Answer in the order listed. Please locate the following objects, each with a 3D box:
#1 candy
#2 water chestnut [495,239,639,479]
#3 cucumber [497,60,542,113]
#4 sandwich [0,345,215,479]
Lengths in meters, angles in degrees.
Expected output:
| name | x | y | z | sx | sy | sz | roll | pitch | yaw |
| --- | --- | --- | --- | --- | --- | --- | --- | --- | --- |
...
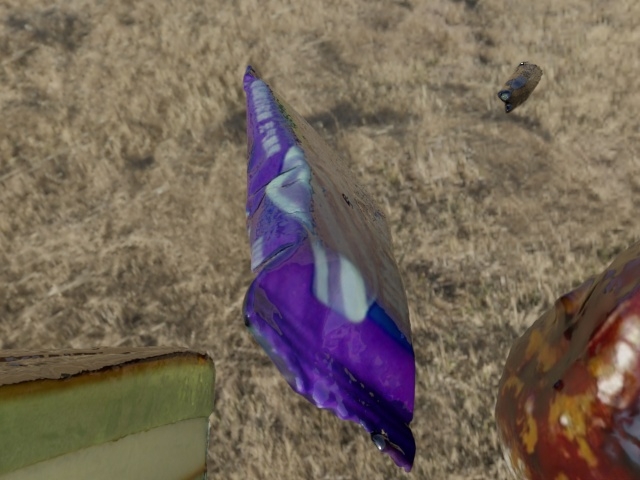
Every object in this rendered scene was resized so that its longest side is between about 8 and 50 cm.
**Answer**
| name | x | y | z | sx | sy | sz | roll | pitch | yaw |
| --- | --- | --- | --- | --- | --- | --- | --- | --- | --- |
| candy | 0.000 | 0.000 | 0.533 | 0.070 | 0.145 | 0.275 | -29 | 35 | 18 |
| water chestnut | 0.250 | 0.126 | 0.518 | 0.289 | 0.289 | 0.244 | -11 | 50 | 7 |
| cucumber | 0.240 | -0.184 | 1.023 | 0.034 | 0.033 | 0.135 | -11 | 22 | 27 |
| sandwich | -0.101 | 0.112 | 0.389 | 0.187 | 0.117 | 0.144 | 5 | 0 | -36 |
